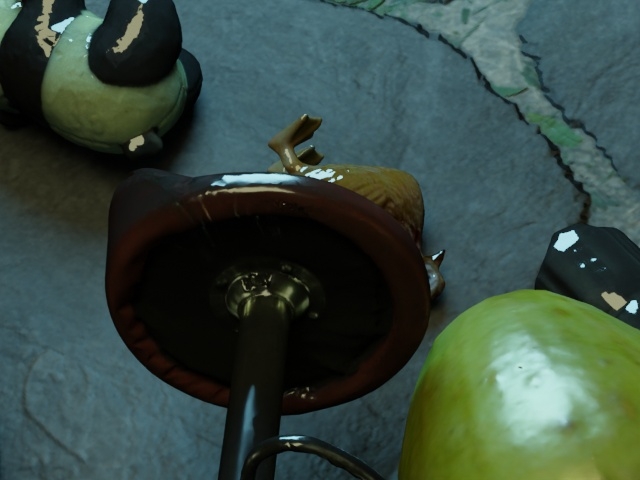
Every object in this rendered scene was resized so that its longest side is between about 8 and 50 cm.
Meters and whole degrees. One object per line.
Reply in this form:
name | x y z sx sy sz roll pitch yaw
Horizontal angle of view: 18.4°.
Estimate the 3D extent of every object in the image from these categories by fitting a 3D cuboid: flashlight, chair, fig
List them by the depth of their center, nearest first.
chair | -0.046 0.117 1.215 0.226 0.226 0.401 -5 43 8
fig | 0.168 0.169 1.300 0.258 0.258 0.326 -15 48 1
flashlight | 0.304 0.134 1.398 0.103 0.103 0.424 -32 53 -12

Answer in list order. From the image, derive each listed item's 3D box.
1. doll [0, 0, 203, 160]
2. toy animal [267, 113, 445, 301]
doll | -0.211 -0.155 1.697 0.234 0.143 0.135 22 67 25
toy animal | 0.000 0.000 1.575 0.188 0.089 0.179 -26 65 -12
